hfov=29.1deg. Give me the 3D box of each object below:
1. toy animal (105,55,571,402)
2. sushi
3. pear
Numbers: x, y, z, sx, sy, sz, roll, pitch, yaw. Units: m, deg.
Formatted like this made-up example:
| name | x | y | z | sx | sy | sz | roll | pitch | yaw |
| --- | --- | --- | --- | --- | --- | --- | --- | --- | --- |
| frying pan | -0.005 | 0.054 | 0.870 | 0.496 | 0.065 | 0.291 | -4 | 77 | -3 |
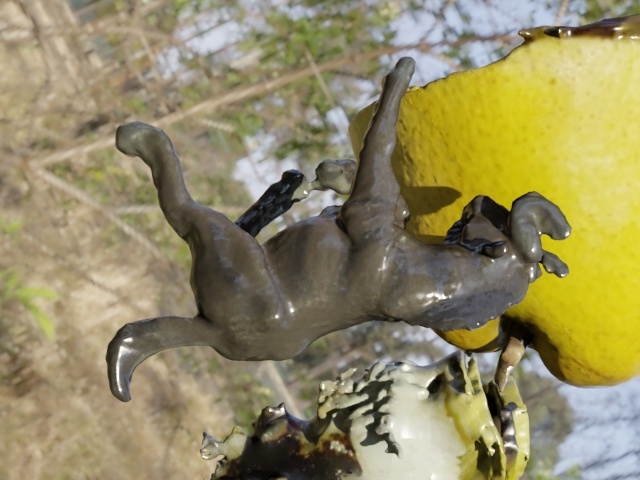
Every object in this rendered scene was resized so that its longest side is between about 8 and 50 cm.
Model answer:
| name | x | y | z | sx | sy | sz | roll | pitch | yaw |
| --- | --- | --- | --- | --- | --- | --- | --- | --- | --- |
| toy animal | 0.000 | 0.000 | 0.604 | 0.084 | 0.232 | 0.148 | 82 | -9 | -51 |
| sushi | 0.007 | 0.176 | 0.826 | 0.139 | 0.291 | 0.131 | -106 | 170 | -53 |
| pear | 0.148 | -0.003 | 0.715 | 0.267 | 0.267 | 0.178 | 119 | -32 | -78 |
